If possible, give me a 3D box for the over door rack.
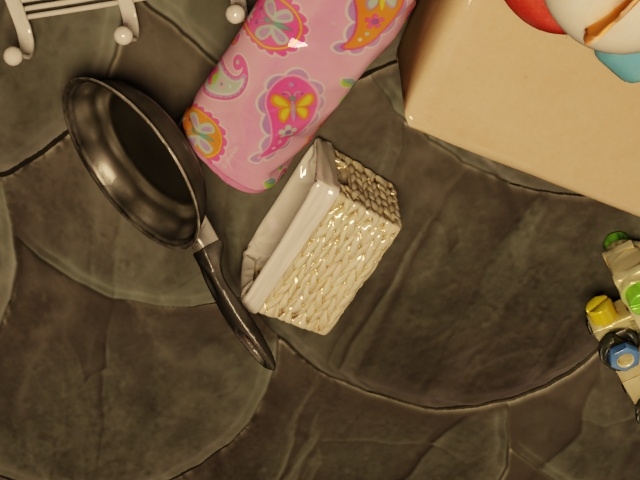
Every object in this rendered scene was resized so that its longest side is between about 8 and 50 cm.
[{"bbox_3d":[-0.210,-0.322,0.967,0.240,0.108,0.324,-9,117,4],"label":"over door rack"}]

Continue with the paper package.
[{"bbox_3d":[0.262,-0.218,0.985,0.310,0.168,0.324,20,116,-10],"label":"paper package"}]

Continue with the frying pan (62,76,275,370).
[{"bbox_3d":[-0.132,-0.035,1.063,0.326,0.053,0.197,42,151,13],"label":"frying pan"}]

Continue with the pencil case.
[{"bbox_3d":[-0.017,-0.175,1.020,0.124,0.124,0.284,30,123,-14],"label":"pencil case"}]

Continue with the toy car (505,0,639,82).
[{"bbox_3d":[0.221,-0.211,0.760,0.219,0.238,0.210,38,112,-17],"label":"toy car"}]

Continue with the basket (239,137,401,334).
[{"bbox_3d":[0.000,0.000,1.134,0.103,0.113,0.167,26,116,-15],"label":"basket"}]

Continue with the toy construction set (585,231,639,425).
[{"bbox_3d":[0.408,0.099,1.174,0.215,0.151,0.327,-28,104,14],"label":"toy construction set"}]
